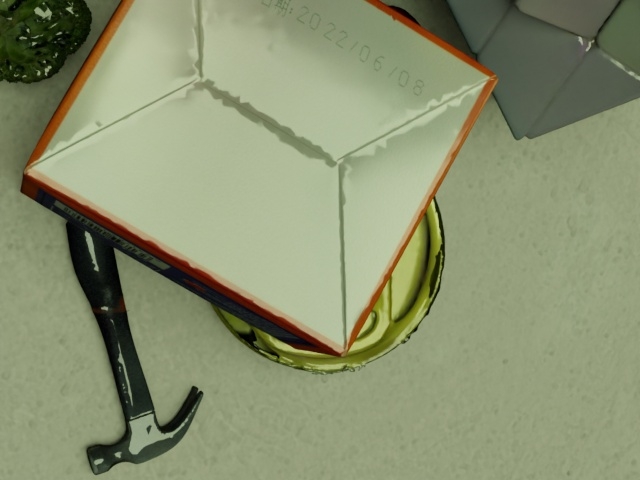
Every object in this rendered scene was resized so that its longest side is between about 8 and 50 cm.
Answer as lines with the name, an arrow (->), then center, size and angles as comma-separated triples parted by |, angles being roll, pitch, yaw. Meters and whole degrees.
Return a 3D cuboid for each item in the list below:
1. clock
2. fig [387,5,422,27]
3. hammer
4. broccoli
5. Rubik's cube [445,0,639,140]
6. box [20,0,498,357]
clock -> -0.001, 0.002, 1.647 | 0.277, 0.071, 0.293 | 5, 84, -14
fig -> 0.086, -0.201, 1.658 | 0.089, 0.089, 0.125 | -45, 138, -10
hammer -> -0.214, 0.099, 1.594 | 0.137, 0.037, 0.289 | -17, 104, -18
broccoli -> -0.310, -0.223, 1.467 | 0.162, 0.138, 0.145 | -20, 102, 21
Rubik's cube -> 0.291, -0.319, 1.583 | 0.368, 0.358, 0.387 | -19, 109, 25
box -> -0.072, -0.102, 1.468 | 0.349, 0.257, 0.318 | 29, 81, -9
